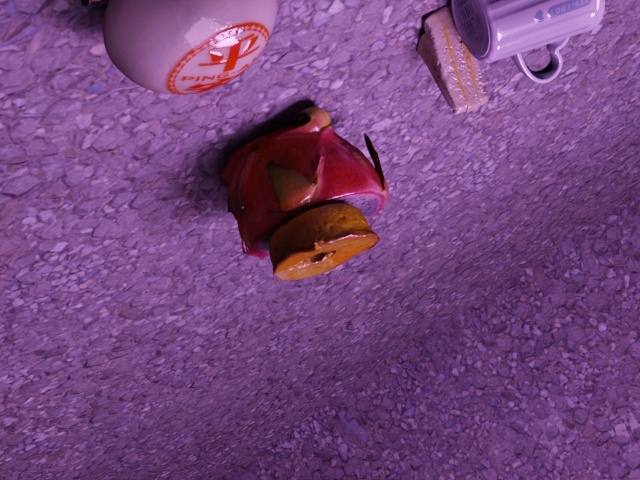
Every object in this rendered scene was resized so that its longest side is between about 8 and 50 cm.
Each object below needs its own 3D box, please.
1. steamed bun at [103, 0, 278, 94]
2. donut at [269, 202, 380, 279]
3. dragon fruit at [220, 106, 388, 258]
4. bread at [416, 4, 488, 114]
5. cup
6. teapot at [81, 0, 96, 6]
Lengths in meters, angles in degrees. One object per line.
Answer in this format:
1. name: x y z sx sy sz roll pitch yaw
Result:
1. steamed bun: -0.149 -0.267 1.261 0.232 0.145 0.232 -37 172 -6
2. donut: -0.001 -0.001 1.681 0.174 0.075 0.190 -10 162 -36
3. dragon fruit: -0.038 -0.098 1.783 0.290 0.189 0.291 -19 162 -7
4. bread: 0.232 -0.305 1.710 0.077 0.152 0.105 -24 162 -16
5. cup: 0.339 -0.364 1.641 0.202 0.221 0.167 -22 -176 -11
6. teapot: -0.250 -0.317 1.147 0.110 0.085 0.080 -32 171 40
